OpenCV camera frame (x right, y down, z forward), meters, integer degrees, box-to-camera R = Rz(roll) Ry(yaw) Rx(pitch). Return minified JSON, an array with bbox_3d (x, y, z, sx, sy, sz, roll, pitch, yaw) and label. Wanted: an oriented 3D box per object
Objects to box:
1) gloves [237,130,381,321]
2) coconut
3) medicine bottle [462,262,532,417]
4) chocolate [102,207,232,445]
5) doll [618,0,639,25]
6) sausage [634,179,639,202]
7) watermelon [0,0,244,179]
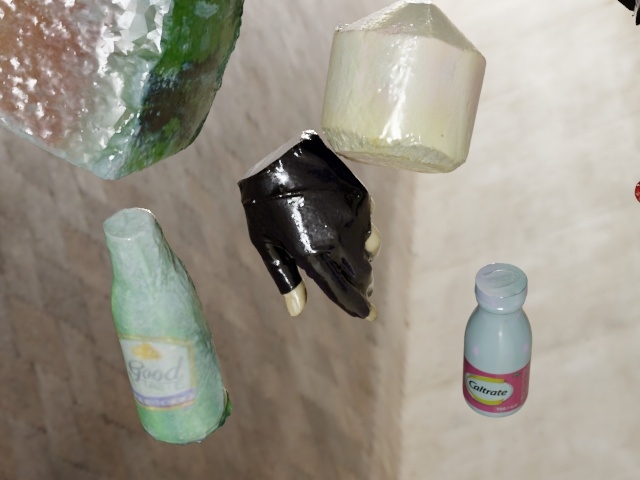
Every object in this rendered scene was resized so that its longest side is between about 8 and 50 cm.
[{"bbox_3d":[-0.001,-0.001,2.120,0.301,0.197,0.152,53,4,-32],"label":"gloves"},{"bbox_3d":[0.121,-0.228,2.124,0.239,0.239,0.244,22,76,-73],"label":"coconut"},{"bbox_3d":[0.232,0.131,1.932,0.090,0.090,0.216,-95,-179,-49],"label":"medicine bottle"},{"bbox_3d":[-0.172,0.089,1.572,0.110,0.110,0.291,-95,175,-49],"label":"chocolate"},{"bbox_3d":[0.458,-0.337,1.824,0.127,0.249,0.088,-26,84,-35],"label":"doll"},{"bbox_3d":[0.342,-0.040,1.473,0.129,0.034,0.034,23,47,-57],"label":"sausage"},{"bbox_3d":[-0.211,-0.206,1.383,0.151,0.302,0.264,-116,-144,-68],"label":"watermelon"}]
